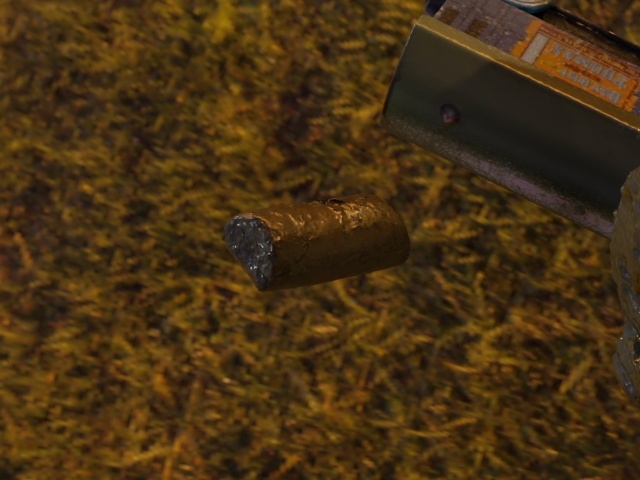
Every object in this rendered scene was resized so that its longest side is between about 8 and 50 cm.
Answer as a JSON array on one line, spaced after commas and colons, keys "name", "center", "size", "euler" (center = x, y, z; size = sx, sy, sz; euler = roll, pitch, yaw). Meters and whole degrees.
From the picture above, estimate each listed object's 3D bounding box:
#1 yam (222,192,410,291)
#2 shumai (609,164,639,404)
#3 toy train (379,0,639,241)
[{"name": "yam", "center": [0.000, 0.000, 0.742], "size": [0.043, 0.094, 0.043], "euler": [22, 118, 51]}, {"name": "shumai", "center": [0.315, 0.031, 0.988], "size": [0.218, 0.256, 0.189], "euler": [3, 86, -8]}, {"name": "toy train", "center": [0.206, -0.117, 1.273], "size": [0.300, 0.202, 0.131], "euler": [26, 134, 8]}]
